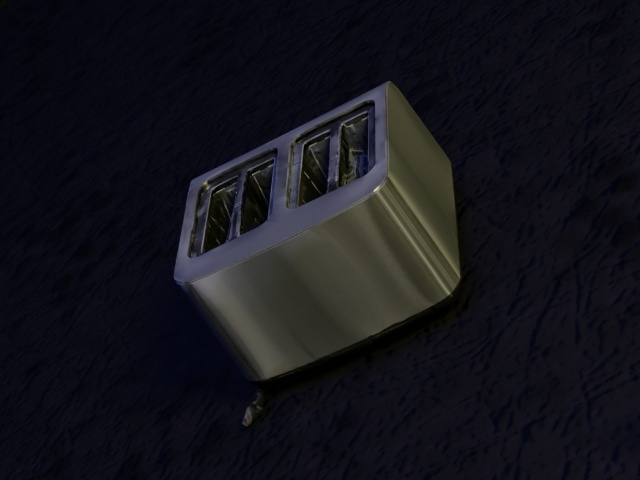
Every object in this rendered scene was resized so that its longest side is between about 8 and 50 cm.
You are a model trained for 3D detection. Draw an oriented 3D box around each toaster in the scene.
[{"bbox_3d":[0.000,0.000,0.999,0.168,0.110,0.185,-26,30,19],"label":"toaster"}]
